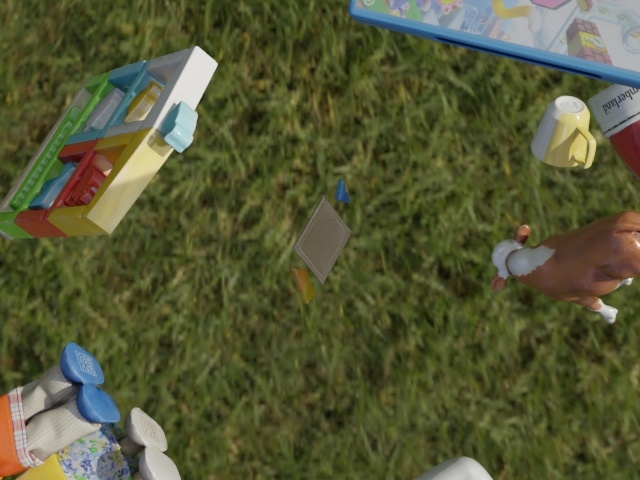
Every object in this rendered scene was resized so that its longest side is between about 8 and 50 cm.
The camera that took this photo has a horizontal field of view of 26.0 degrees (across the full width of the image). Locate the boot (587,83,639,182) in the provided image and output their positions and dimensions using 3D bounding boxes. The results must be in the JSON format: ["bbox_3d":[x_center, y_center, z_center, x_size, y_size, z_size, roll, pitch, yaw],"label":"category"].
[{"bbox_3d":[0.271,-0.038,0.846,0.088,0.244,0.176,-31,85,42],"label":"boot"}]

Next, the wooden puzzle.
[{"bbox_3d":[0.000,0.000,1.408,0.014,0.116,0.078,12,145,36],"label":"wooden puzzle"}]

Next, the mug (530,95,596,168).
[{"bbox_3d":[0.276,-0.122,1.532,0.078,0.062,0.064,25,132,20],"label":"mug"}]

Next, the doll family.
[{"bbox_3d":[-0.145,0.198,0.770,0.163,0.263,0.118,-31,151,12],"label":"doll family"}]

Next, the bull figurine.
[{"bbox_3d":[0.374,0.035,1.906,0.188,0.310,0.101,21,72,-22],"label":"bull figurine"}]

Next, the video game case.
[{"bbox_3d":[0.105,-0.137,0.614,0.166,0.015,0.119,17,88,23],"label":"video game case"}]

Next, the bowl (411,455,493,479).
[{"bbox_3d":[0.134,0.294,1.360,0.142,0.053,0.142,-32,85,-18],"label":"bowl"}]

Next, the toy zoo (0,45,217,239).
[{"bbox_3d":[-0.201,-0.088,1.302,0.030,0.293,0.192,40,69,-26],"label":"toy zoo"}]
